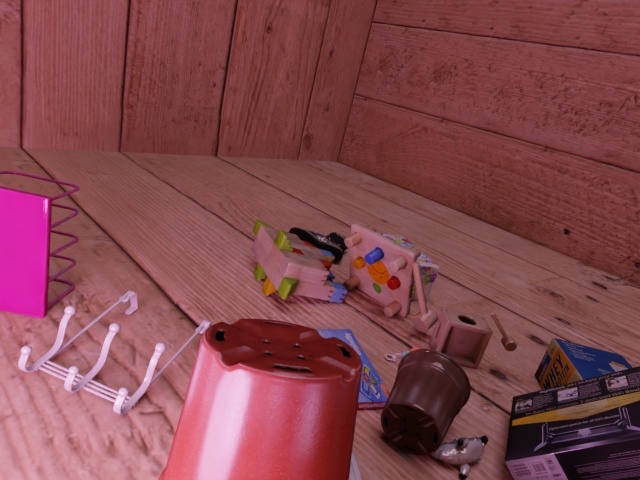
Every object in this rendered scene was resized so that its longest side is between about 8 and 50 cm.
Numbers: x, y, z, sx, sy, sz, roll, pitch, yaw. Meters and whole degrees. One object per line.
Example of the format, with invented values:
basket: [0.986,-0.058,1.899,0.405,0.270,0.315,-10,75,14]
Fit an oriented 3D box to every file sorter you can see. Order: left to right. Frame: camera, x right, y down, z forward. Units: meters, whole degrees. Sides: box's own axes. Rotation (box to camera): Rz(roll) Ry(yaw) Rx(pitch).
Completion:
file sorter: [-0.706,-0.002,1.047,0.202,0.290,0.182,12,18,-4]

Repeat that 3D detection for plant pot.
plant pot: [-0.069,0.255,0.559,0.273,0.264,0.272,11,5,-1]
plant pot: [0.215,0.344,0.930,0.167,0.166,0.165,22,29,22]

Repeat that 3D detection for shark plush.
shark plush: [0.300,0.422,0.919,0.161,0.073,0.067,-12,1,-40]

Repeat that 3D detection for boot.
boot: [0.000,0.002,1.792,0.237,0.085,0.178,25,20,11]

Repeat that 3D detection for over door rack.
over door rack: [-0.414,0.204,0.949,0.240,0.108,0.324,19,21,11]

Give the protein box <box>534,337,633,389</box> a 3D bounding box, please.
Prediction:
protein box: [0.718,0.387,1.159,0.200,0.135,0.201,14,20,2]

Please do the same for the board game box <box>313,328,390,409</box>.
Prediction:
board game box: [0.057,0.309,1.093,0.145,0.027,0.281,4,22,-20]

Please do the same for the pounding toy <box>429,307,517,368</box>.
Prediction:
pounding toy: [0.440,0.260,1.250,0.206,0.180,0.094,13,20,-1]

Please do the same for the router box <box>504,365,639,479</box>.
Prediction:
router box: [0.543,0.374,0.886,0.080,0.309,0.243,62,30,1]

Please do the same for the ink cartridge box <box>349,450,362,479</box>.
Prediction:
ink cartridge box: [-0.079,0.424,0.673,0.309,0.091,0.385,11,4,-6]

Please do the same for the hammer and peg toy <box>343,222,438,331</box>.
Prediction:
hammer and peg toy: [0.233,0.110,1.400,0.127,0.265,0.361,-28,42,-34]

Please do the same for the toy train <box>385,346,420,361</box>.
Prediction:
toy train: [0.247,0.328,1.138,0.125,0.046,0.166,4,23,-27]

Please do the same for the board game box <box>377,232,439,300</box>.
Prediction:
board game box: [0.297,0.094,1.653,0.142,0.144,0.275,6,22,-21]

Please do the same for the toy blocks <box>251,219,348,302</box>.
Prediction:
toy blocks: [-0.059,0.078,1.467,0.261,0.190,0.381,15,17,-32]
